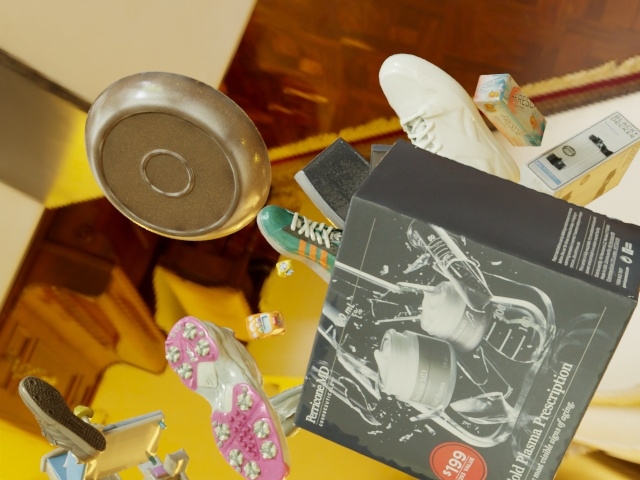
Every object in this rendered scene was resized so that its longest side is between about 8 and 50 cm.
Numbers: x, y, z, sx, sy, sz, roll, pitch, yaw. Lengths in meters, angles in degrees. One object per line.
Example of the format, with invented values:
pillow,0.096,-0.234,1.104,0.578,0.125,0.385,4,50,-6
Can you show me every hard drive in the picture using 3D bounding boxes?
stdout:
hard drive,0.076,-0.116,2.289,0.255,0.172,0.054,48,172,11

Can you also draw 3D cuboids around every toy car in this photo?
toy car,-0.067,0.076,1.307,0.060,0.122,0.040,13,156,-28

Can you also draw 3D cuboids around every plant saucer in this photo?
plant saucer,-0.233,-0.115,1.501,0.310,0.050,0.310,9,128,11

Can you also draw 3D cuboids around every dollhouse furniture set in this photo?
dollhouse furniture set,-0.424,0.411,2.014,0.286,0.303,0.198,-14,-136,-39

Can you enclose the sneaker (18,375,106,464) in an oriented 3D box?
sneaker,-0.459,0.318,1.653,0.071,0.066,0.188,-40,101,23

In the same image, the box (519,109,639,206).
box,0.521,-0.134,1.972,0.087,0.290,0.169,48,149,24

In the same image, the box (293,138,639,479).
box,0.167,0.107,1.126,0.312,0.179,0.343,21,123,13

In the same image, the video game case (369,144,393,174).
video game case,0.192,-0.073,1.960,0.196,0.026,0.274,3,129,0

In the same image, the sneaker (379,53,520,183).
sneaker,0.175,-0.135,1.457,0.292,0.169,0.108,45,144,-13

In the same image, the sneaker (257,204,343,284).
sneaker,0.000,0.000,2.190,0.302,0.108,0.121,35,132,-20

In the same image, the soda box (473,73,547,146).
soda box,0.360,-0.243,1.810,0.063,0.058,0.183,5,160,39

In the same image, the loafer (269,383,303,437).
loafer,-0.053,0.329,1.838,0.251,0.087,0.094,-24,171,18

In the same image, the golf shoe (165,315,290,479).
golf shoe,-0.121,0.247,1.520,0.306,0.115,0.140,57,-157,21
